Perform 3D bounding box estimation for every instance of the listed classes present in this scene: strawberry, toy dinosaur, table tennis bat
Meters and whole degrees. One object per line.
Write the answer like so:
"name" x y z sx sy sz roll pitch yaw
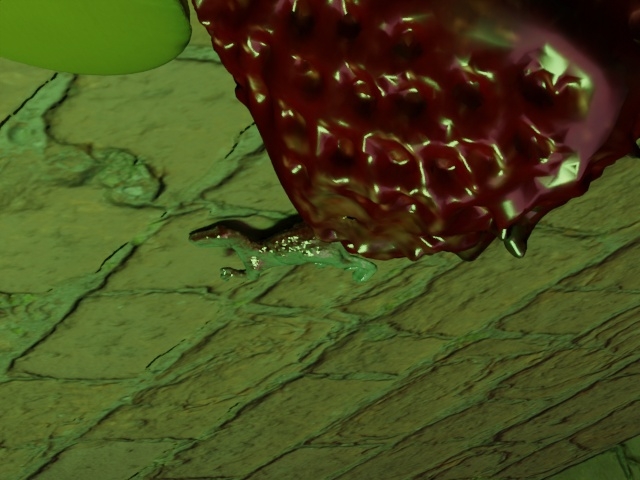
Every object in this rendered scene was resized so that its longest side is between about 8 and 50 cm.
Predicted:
"strawberry" 0.059 -0.164 0.874 0.345 0.295 0.317 43 148 -21
"toy dinosaur" 0.000 0.000 1.373 0.242 0.053 0.167 -14 150 19
"table tennis bat" -0.209 -0.192 0.789 0.224 0.054 0.368 6 163 11
